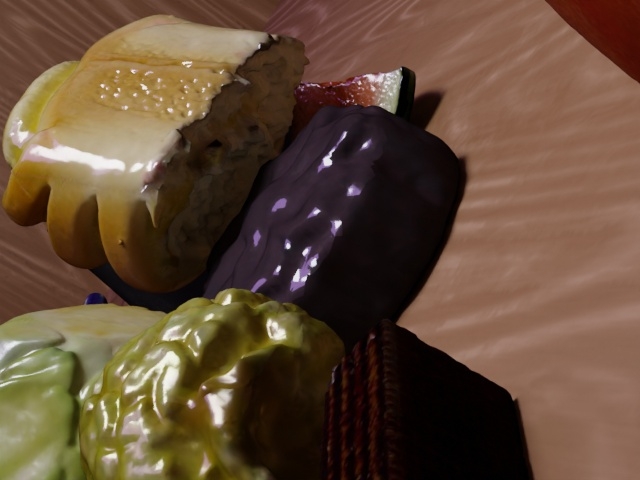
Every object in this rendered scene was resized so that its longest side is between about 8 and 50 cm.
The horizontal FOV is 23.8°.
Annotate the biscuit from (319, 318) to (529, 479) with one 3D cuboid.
[{"bbox_3d":[0.059,0.168,0.807,0.073,0.107,0.388,-53,13,19],"label":"biscuit"}]

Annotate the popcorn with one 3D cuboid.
[{"bbox_3d":[-0.052,0.161,1.082,0.237,0.206,0.251,-47,33,-14],"label":"popcorn"}]

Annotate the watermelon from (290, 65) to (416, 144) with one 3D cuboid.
[{"bbox_3d":[0.049,-0.122,1.621,0.145,0.137,0.193,-7,42,30],"label":"watermelon"}]

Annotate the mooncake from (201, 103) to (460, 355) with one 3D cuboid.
[{"bbox_3d":[0.000,0.000,1.391,0.283,0.141,0.283,-52,16,22],"label":"mooncake"}]

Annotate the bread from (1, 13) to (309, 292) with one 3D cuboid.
[{"bbox_3d":[-0.176,-0.085,1.545,0.315,0.270,0.211,-55,-35,-43],"label":"bread"}]

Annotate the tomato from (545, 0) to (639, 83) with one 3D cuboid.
[{"bbox_3d":[0.227,-0.224,0.718,0.341,0.273,0.341,-55,12,18],"label":"tomato"}]

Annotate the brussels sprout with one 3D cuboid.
[{"bbox_3d":[-0.218,0.216,1.289,0.268,0.344,0.344,22,77,34],"label":"brussels sprout"}]

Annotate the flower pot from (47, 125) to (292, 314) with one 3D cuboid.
[{"bbox_3d":[-0.172,-0.047,1.802,0.379,0.251,0.379,-63,6,13],"label":"flower pot"}]

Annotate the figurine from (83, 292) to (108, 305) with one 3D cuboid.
[{"bbox_3d":[-0.294,0.244,1.907,0.193,0.154,0.420,116,171,-51],"label":"figurine"}]
